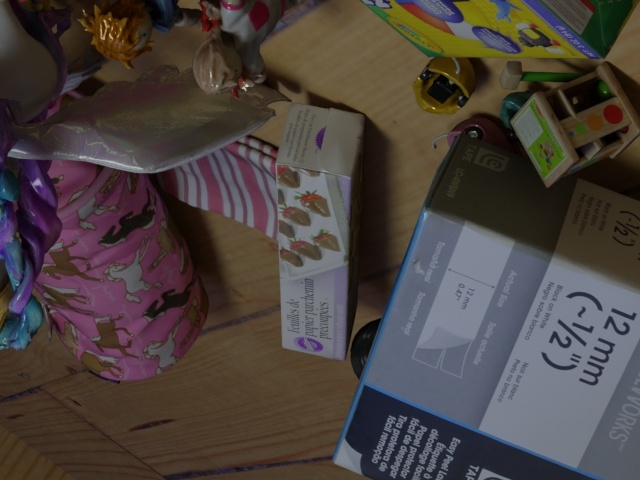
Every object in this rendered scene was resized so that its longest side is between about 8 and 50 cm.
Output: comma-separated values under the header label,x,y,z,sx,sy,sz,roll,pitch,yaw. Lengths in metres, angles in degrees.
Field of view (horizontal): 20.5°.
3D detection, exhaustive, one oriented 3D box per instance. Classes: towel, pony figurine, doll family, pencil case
label,x,y,z,sx,sy,sz,roll,pitch,yaw
towel,-0.093,-0.059,1.610,0.197,0.029,0.144,22,155,26
pony figurine,-0.249,-0.115,1.366,0.303,0.351,0.363,4,126,44
doll family,-0.092,-0.197,1.139,0.118,0.163,0.263,25,157,18
pencil case,-0.227,0.000,1.719,0.160,0.167,0.386,43,167,25

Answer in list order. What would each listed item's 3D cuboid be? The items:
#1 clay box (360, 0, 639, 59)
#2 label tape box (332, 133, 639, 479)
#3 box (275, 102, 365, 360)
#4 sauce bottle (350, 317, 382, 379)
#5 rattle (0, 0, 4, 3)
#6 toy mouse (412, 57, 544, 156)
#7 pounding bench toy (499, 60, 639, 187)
label,x,y,z,sx,sy,sz,roll,pitch,yaw
clay box,0.077,-0.165,1.083,0.127,0.053,0.222,36,167,-26
label tape box,0.209,0.107,1.257,0.347,0.115,0.249,23,127,6
box,0.000,0.000,1.518,0.063,0.067,0.324,11,150,6
sauce bottle,0.130,0.082,1.502,0.111,0.111,0.344,39,159,-16
rattle,-0.206,-0.200,1.220,0.130,0.200,0.143,45,-176,3
toy mouse,0.131,-0.081,1.259,0.143,0.031,0.161,33,158,0
pounding bench toy,0.164,-0.090,1.167,0.083,0.065,0.052,62,161,11
